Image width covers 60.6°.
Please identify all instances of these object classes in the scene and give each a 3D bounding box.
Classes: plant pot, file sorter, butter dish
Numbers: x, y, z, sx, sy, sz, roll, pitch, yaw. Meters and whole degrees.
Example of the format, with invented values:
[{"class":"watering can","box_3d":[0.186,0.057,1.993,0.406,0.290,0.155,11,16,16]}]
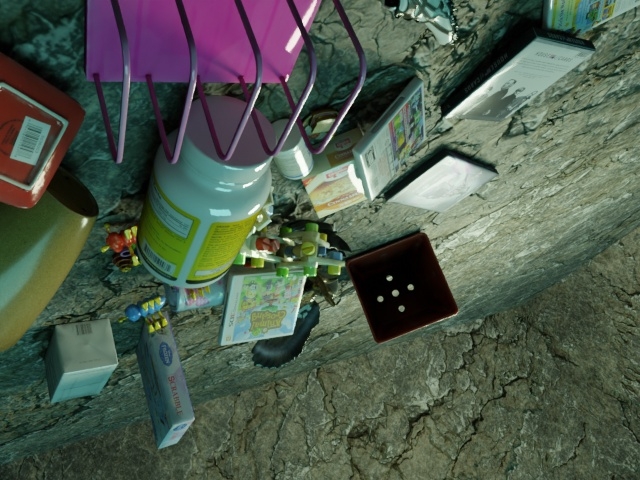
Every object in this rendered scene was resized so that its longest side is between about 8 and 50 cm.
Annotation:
[{"class":"plant pot","box_3d":[-0.474,0.004,0.839,0.254,0.237,0.237,-39,154,8]},{"class":"file sorter","box_3d":[-0.120,-0.214,0.675,0.290,0.182,0.202,-8,154,-28]},{"class":"plant pot","box_3d":[0.250,0.161,1.757,0.267,0.267,0.236,-21,169,0]},{"class":"butter dish","box_3d":[-0.411,-0.143,0.685,0.160,0.118,0.160,-64,151,-5]}]

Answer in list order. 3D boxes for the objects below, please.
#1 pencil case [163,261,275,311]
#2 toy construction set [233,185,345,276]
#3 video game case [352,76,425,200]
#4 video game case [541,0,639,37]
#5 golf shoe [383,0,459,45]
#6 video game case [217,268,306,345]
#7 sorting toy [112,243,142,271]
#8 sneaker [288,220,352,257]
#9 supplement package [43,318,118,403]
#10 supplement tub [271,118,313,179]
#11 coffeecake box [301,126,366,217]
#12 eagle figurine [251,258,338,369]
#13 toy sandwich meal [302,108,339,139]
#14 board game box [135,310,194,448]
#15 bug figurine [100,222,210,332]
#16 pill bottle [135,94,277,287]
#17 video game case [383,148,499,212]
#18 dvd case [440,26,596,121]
[{"class":"pencil case","box_3d":[-0.246,0.097,1.345,0.273,0.124,0.113,-5,171,-32]},{"class":"toy construction set","box_3d":[-0.107,0.000,1.195,0.215,0.151,0.327,0,157,31]},{"class":"video game case","box_3d":[0.137,-0.188,1.053,0.183,0.023,0.201,-50,158,-8]},{"class":"video game case","box_3d":[0.468,-0.432,0.898,0.206,0.026,0.227,-26,158,10]},{"class":"golf shoe","box_3d":[0.139,-0.341,0.773,0.094,0.077,0.198,-17,153,18]},{"class":"video game case","box_3d":[-0.142,0.161,1.357,0.212,0.023,0.193,-2,115,-36]},{"class":"sorting toy","box_3d":[-0.408,0.036,1.163,0.061,0.042,0.102,-9,154,-26]},{"class":"sneaker","box_3d":[-0.002,0.001,1.374,0.170,0.089,0.051,2,148,-43]},{"class":"supplement package","box_3d":[-0.654,0.328,1.482,0.139,0.134,0.244,-3,151,-37]},{"class":"supplement tub","box_3d":[-0.055,-0.162,0.989,0.071,0.071,0.107,-22,158,1]},{"class":"coffeecake box","box_3d":[0.035,-0.134,1.132,0.142,0.068,0.185,-22,157,2]},{"class":"eagle figurine","box_3d":[-0.102,0.182,1.548,0.225,0.226,0.298,34,114,-14]},{"class":"toy sandwich meal","box_3d":[0.004,-0.207,0.993,0.085,0.029,0.085,-18,157,-8]},{"class":"board game box","box_3d":[-0.464,0.415,1.607,0.066,0.319,0.318,-8,155,-28]},{"class":"bug figurine","box_3d":[-0.337,0.053,1.150,0.216,0.072,0.279,-21,133,-29]},{"class":"pill bottle","box_3d":[-0.192,-0.073,0.916,0.188,0.188,0.334,-7,152,-31]},{"class":"video game case","box_3d":[0.315,-0.144,1.407,0.274,0.026,0.196,7,144,-47]},{"class":"dvd case","box_3d":[0.373,-0.307,1.052,0.179,0.030,0.238,-4,159,-33]}]
